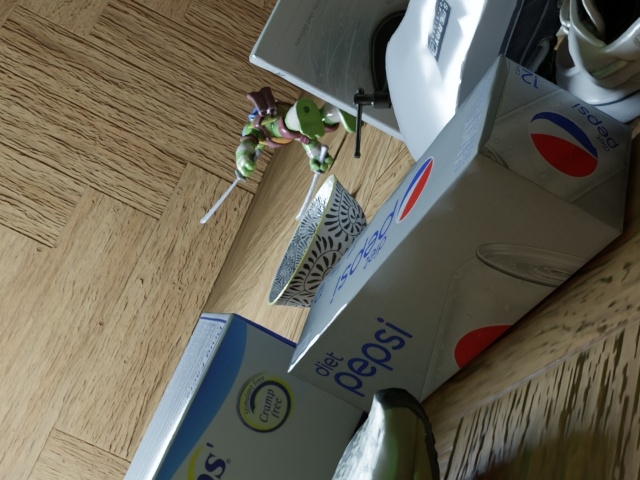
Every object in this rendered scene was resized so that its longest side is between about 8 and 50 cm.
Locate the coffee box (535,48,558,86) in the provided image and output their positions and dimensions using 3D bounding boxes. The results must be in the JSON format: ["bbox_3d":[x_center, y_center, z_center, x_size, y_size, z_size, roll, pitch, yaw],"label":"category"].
[{"bbox_3d":[0.130,-0.044,0.726,0.184,0.040,0.113,-54,11,46],"label":"coffee box"}]

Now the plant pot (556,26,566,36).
[{"bbox_3d":[0.170,-0.366,0.731,0.280,0.323,0.323,-46,7,-6],"label":"plant pot"}]

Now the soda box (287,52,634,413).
[{"bbox_3d":[0.081,0.016,0.649,0.286,0.098,0.091,-53,13,49],"label":"soda box"}]

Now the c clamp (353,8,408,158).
[{"bbox_3d":[0.106,-0.152,0.914,0.022,0.160,0.137,13,-107,-76],"label":"c clamp"}]

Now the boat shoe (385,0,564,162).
[{"bbox_3d":[0.116,-0.146,0.664,0.301,0.102,0.108,95,152,-62],"label":"boat shoe"}]

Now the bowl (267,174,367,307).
[{"bbox_3d":[0.011,0.016,1.129,0.170,0.080,0.170,-60,10,17],"label":"bowl"}]

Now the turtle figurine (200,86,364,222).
[{"bbox_3d":[-0.046,-0.148,1.716,0.266,0.197,0.275,-20,53,55],"label":"turtle figurine"}]

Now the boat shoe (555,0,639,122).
[{"bbox_3d":[0.177,-0.125,0.530,0.096,0.088,0.267,-63,9,3],"label":"boat shoe"}]

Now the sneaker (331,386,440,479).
[{"bbox_3d":[-0.069,0.256,0.544,0.410,0.182,0.158,-63,8,2],"label":"sneaker"}]

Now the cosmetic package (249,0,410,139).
[{"bbox_3d":[0.076,-0.234,0.996,0.224,0.224,0.138,-63,9,5],"label":"cosmetic package"}]

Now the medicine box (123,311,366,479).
[{"bbox_3d":[-0.094,0.216,0.928,0.264,0.149,0.289,-65,9,-9],"label":"medicine box"}]
